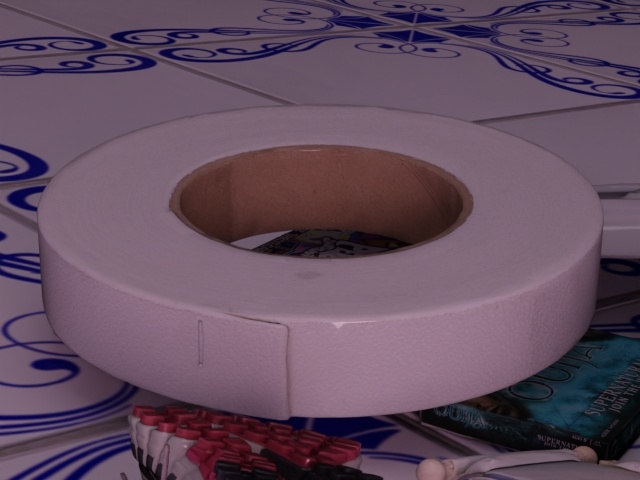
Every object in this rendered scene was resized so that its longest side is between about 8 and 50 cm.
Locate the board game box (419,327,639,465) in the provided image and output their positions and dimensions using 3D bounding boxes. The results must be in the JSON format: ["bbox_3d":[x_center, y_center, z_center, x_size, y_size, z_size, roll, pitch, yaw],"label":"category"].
[{"bbox_3d":[0.160,0.098,1.098,0.126,0.026,0.186,13,19,25],"label":"board game box"}]

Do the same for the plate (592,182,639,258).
[{"bbox_3d":[0.290,-0.019,1.337,0.278,0.045,0.277,1,5,21],"label":"plate"}]

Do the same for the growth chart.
[{"bbox_3d":[0.161,0.135,0.821,0.172,0.021,0.237,3,6,-39],"label":"growth chart"}]

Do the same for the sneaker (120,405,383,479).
[{"bbox_3d":[-0.037,0.147,0.779,0.120,0.112,0.299,11,3,-11],"label":"sneaker"}]

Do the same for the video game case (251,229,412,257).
[{"bbox_3d":[0.029,0.047,1.203,0.210,0.042,0.232,14,20,27],"label":"video game case"}]

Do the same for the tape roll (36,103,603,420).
[{"bbox_3d":[0.000,0.000,1.138,0.392,0.072,0.392,1,24,0],"label":"tape roll"}]
